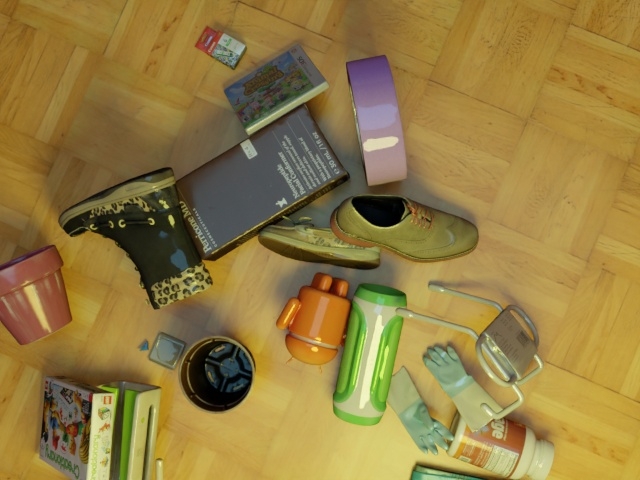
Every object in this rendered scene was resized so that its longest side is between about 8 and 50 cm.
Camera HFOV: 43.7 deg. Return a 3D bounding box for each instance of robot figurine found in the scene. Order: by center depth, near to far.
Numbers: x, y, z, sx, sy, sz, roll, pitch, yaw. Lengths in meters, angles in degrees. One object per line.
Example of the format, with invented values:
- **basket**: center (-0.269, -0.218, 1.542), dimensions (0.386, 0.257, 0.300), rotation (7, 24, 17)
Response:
- **robot figurine**: center (-0.007, 0.184, 1.800), dimensions (0.128, 0.158, 0.219), rotation (15, 87, 31)

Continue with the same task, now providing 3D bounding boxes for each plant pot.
- **plant pot**: center (-0.216, 0.293, 1.786), dimensions (0.167, 0.165, 0.167), rotation (0, 86, 4)
- **plant pot**: center (-0.665, 0.131, 1.822), dimensions (0.201, 0.201, 0.180), rotation (-22, 100, 2)

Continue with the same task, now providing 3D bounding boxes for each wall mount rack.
- **wall mount rack**: center (0.334, 0.208, 1.710), dimensions (0.130, 0.350, 0.304), rotation (-42, 81, 28)

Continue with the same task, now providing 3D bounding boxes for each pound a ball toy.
- **pound a ball toy**: center (-0.404, 0.490, 1.791), dimensions (0.208, 0.136, 0.319), rotation (4, 89, 19)

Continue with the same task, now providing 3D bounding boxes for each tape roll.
- **tape roll**: center (0.122, -0.261, 1.746), dimensions (0.090, 0.275, 0.275), rotation (-10, 86, 2)

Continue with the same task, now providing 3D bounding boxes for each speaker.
- **speaker**: center (0.108, 0.251, 1.768), dimensions (0.131, 0.131, 0.296), rotation (12, 98, 4)

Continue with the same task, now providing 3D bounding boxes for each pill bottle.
- **pill bottle**: center (0.396, 0.451, 1.760), dimensions (0.216, 0.121, 0.121), rotation (19, 88, 4)

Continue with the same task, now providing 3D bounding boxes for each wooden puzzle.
- **wooden puzzle**: center (-0.359, 0.261, 1.874), dimensions (0.116, 0.014, 0.078), rotation (30, 84, 5)

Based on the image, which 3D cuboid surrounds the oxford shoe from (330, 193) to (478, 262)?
- **oxford shoe**: center (0.203, -0.031, 1.769), dimensions (0.348, 0.130, 0.123), rotation (5, 68, -13)

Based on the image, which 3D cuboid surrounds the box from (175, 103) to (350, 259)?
- **box**: center (-0.144, -0.128, 1.824), dimensions (0.381, 0.143, 0.191), rotation (-32, 86, 3)

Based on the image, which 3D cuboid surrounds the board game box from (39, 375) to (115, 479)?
- **board game box**: center (-0.539, 0.411, 1.752), dimensions (0.053, 0.305, 0.193), rotation (6, 85, -36)

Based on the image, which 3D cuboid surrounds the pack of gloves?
- **pack of gloves**: center (0.251, 0.340, 1.750), dimensions (0.195, 0.046, 0.232), rotation (-38, 49, 1)

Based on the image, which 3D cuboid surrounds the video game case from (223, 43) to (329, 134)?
- **video game case**: center (-0.106, -0.350, 1.834), dimensions (0.212, 0.023, 0.193), rotation (-31, 44, 1)

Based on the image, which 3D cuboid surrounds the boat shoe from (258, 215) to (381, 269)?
- **boat shoe**: center (0.000, 0.000, 1.827), dimensions (0.285, 0.104, 0.089), rotation (12, 73, -11)

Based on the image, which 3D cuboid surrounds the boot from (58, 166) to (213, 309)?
- **boot**: center (-0.413, 0.014, 1.786), dimensions (0.377, 0.138, 0.284), rotation (-18, 100, 36)

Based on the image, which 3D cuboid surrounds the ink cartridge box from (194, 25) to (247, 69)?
- **ink cartridge box**: center (-0.240, -0.463, 1.905), dimensions (0.115, 0.029, 0.063), rotation (31, 89, 5)

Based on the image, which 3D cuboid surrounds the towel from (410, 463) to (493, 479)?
- **towel**: center (0.309, 0.708, 1.792), dimensions (0.271, 0.040, 0.370), rotation (10, 89, 5)
